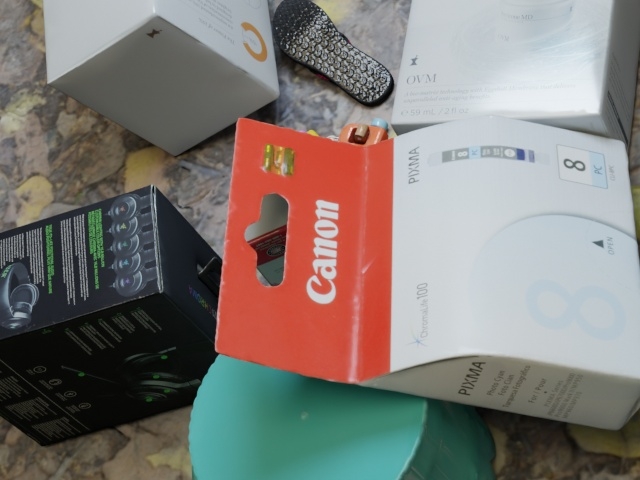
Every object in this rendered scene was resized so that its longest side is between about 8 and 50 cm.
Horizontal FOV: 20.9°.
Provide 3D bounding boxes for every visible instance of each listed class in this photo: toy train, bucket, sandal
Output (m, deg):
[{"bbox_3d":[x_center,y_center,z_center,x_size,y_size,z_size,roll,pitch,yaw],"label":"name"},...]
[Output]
[{"bbox_3d":[0.003,-0.075,1.908,0.125,0.046,0.166,17,70,30],"label":"toy train"},{"bbox_3d":[0.016,0.203,1.666,0.281,0.183,0.281,-11,58,19],"label":"bucket"},{"bbox_3d":[0.012,-0.212,1.990,0.179,0.040,0.067,42,90,20],"label":"sandal"}]

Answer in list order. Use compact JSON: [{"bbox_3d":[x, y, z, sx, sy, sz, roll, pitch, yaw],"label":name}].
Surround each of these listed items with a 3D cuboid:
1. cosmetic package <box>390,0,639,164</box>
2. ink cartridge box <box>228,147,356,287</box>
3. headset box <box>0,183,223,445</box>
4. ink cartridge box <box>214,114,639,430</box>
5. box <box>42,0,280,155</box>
[{"bbox_3d":[0.212,-0.190,1.827,0.224,0.138,0.225,-1,61,23],"label":"cosmetic package"},{"bbox_3d":[0.000,0.000,1.791,0.127,0.175,0.072,-24,54,10],"label":"ink cartridge box"},{"bbox_3d":[-0.226,0.082,1.799,0.283,0.246,0.131,-17,58,15],"label":"headset box"},{"bbox_3d":[0.107,0.002,1.616,0.385,0.091,0.308,12,47,-9],"label":"ink cartridge box"},{"bbox_3d":[-0.191,-0.310,1.999,0.168,0.215,0.345,-28,53,28],"label":"box"}]
